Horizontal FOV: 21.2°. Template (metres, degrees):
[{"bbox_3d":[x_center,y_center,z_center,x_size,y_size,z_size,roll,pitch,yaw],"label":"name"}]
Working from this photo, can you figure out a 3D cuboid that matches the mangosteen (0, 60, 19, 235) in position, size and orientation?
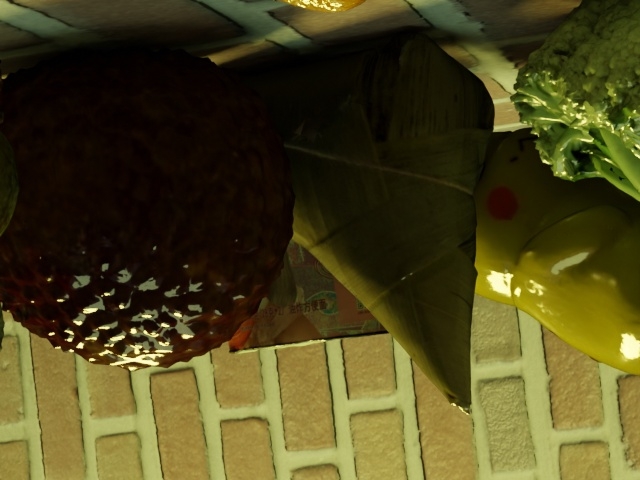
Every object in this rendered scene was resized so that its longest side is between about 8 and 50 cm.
[{"bbox_3d":[-0.310,-0.006,0.937,0.300,0.300,0.300,-7,176,-1],"label":"mangosteen"}]

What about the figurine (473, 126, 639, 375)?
[{"bbox_3d":[0.210,-0.004,1.454,0.327,0.169,0.218,29,-135,26],"label":"figurine"}]

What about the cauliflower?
[{"bbox_3d":[0.270,-0.070,1.241,0.275,0.250,0.272,-3,172,-44],"label":"cauliflower"}]

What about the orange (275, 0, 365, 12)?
[{"bbox_3d":[0.000,-0.156,0.885,0.083,0.070,0.083,5,172,1],"label":"orange"}]

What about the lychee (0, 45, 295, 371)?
[{"bbox_3d":[-0.149,-0.025,1.288,0.260,0.260,0.260,-7,176,-1],"label":"lychee"}]

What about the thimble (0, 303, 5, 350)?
[{"bbox_3d":[-0.522,0.090,2.003,0.271,0.271,0.150,-8,173,12],"label":"thimble"}]

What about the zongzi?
[{"bbox_3d":[0.000,0.000,1.395,0.274,0.300,0.145,-8,166,31],"label":"zongzi"}]

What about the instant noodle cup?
[{"bbox_3d":[-0.005,-0.018,1.623,0.243,0.231,0.243,-7,177,0],"label":"instant noodle cup"}]
